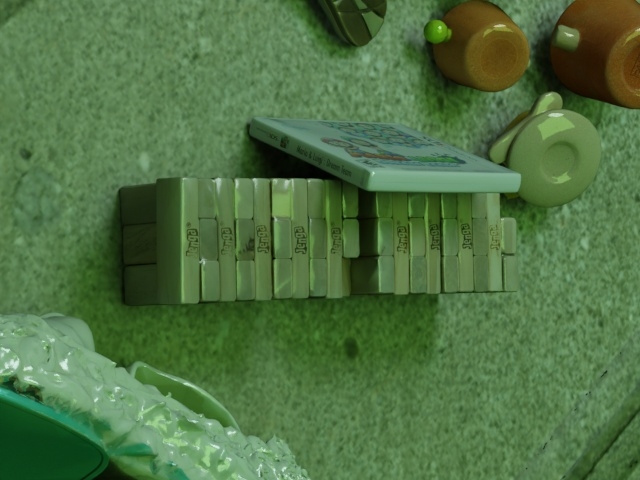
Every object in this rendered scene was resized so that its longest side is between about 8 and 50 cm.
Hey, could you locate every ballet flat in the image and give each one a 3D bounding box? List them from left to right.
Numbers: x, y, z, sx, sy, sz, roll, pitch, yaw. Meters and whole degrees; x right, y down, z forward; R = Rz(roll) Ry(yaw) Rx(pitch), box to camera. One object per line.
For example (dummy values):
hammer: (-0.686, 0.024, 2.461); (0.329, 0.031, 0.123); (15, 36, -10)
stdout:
ballet flat: (-0.154, 0.129, 1.350); (0.409, 0.147, 0.147); (34, 66, -38)

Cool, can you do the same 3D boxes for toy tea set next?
toy tea set: (0.160, -0.198, 1.660); (0.200, 0.124, 0.336); (-38, 118, -4)

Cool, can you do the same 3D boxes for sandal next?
sandal: (0.001, -0.231, 1.545); (0.072, 0.049, 0.180); (-42, 129, -29)

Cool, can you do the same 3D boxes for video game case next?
video game case: (0.049, -0.065, 1.510); (0.157, 0.143, 0.019); (-1, 109, -41)

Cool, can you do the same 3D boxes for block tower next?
block tower: (0.000, 0.000, 1.496); (0.335, 0.097, 0.091); (0, 87, -43)
